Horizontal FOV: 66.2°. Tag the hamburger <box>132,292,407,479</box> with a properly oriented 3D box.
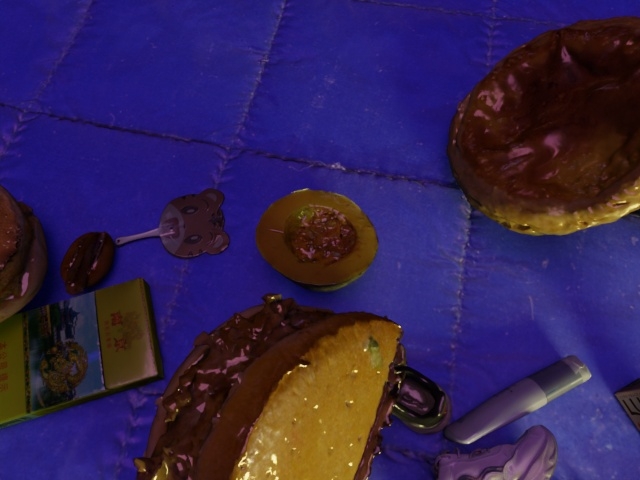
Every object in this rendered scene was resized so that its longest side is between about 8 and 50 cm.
[{"bbox_3d":[-0.097,0.246,0.661,0.268,0.287,0.445,5,60,45],"label":"hamburger"}]

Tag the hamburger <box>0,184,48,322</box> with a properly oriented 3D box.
[{"bbox_3d":[-0.647,0.049,0.851,0.304,0.174,0.284,-26,52,-9],"label":"hamburger"}]

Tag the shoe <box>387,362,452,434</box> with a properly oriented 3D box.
[{"bbox_3d":[0.108,0.226,0.787,0.227,0.112,0.099,26,70,12],"label":"shoe"}]

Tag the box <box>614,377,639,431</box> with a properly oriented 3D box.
[{"bbox_3d":[0.533,0.255,0.733,0.060,0.156,0.111,-21,67,-15],"label":"box"}]

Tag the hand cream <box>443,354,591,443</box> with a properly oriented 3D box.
[{"bbox_3d":[0.313,0.258,0.788,0.255,0.079,0.048,-24,80,-11],"label":"hand cream"}]

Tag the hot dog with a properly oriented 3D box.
[{"bbox_3d":[-0.441,0.041,0.920,0.089,0.060,0.140,14,62,8],"label":"hot dog"}]

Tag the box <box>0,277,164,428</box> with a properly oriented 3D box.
[{"bbox_3d":[-0.455,0.200,0.859,0.335,0.047,0.187,-16,65,-6],"label":"box"}]

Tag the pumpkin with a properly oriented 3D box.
[{"bbox_3d":[-0.003,0.015,0.902,0.217,0.110,0.217,0,53,1],"label":"pumpkin"}]

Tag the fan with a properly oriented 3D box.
[{"bbox_3d":[-0.296,-0.023,0.976,0.226,0.008,0.152,-12,66,-5],"label":"fan"}]

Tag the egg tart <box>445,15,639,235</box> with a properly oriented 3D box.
[{"bbox_3d":[0.452,-0.199,0.897,0.443,0.178,0.443,-21,53,32],"label":"egg tart"}]

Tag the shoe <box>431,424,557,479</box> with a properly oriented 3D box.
[{"bbox_3d":[0.238,0.354,0.733,0.137,0.095,0.245,42,80,16],"label":"shoe"}]
